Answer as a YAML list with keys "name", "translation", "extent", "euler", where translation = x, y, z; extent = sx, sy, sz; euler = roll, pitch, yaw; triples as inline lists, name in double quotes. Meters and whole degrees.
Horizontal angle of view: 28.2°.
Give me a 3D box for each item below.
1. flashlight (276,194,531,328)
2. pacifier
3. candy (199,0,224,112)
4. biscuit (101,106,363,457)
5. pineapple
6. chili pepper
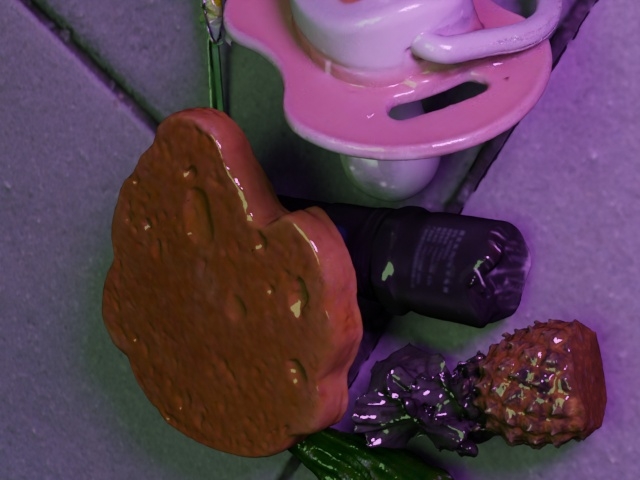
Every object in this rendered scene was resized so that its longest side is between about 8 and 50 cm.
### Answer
- name: "flashlight"
  translation: [0.000, 0.000, 1.244]
  extent: [0.424, 0.103, 0.103]
  euler: [11, 101, 36]
- name: "pacifier"
  translation: [0.055, -0.163, 1.109]
  extent: [0.273, 0.220, 0.332]
  euler: [-59, 41, 26]
- name: "candy"
  translation: [-0.112, -0.224, 1.333]
  extent: [0.077, 0.073, 0.262]
  euler: [15, 111, 54]
- name: "biscuit"
  translation: [-0.089, 0.053, 1.241]
  extent: [0.312, 0.057, 0.351]
  euler: [30, 125, 30]
- name: "pineapple"
  translation: [0.137, 0.139, 1.145]
  extent: [0.237, 0.119, 0.111]
  euler: [-14, 88, 32]
- name: "chili pepper"
  translation: [0.041, 0.220, 1.244]
  extent: [0.257, 0.074, 0.100]
  euler: [22, 117, 37]
